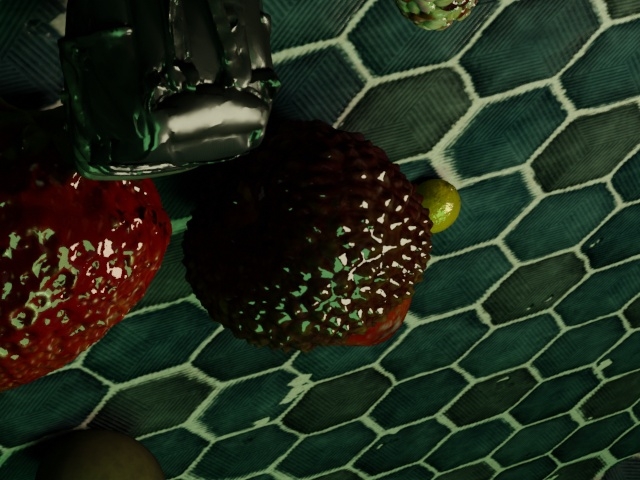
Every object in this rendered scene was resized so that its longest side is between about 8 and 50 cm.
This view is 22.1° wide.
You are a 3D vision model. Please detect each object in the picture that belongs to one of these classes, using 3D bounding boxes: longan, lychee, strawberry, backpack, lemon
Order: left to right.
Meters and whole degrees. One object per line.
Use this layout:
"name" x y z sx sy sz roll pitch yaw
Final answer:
"strawberry" -0.271 0.014 1.489 0.257 0.257 0.277 2 117 -42
"longan" -0.283 0.329 2.137 0.189 0.189 0.189 -20 152 -11
"backpack" -0.125 -0.180 1.360 0.133 0.258 0.206 2 -172 45
"lychee" 0.000 0.000 1.720 0.271 0.271 0.271 -20 152 -11
"lemon" 0.134 -0.040 1.964 0.062 0.062 0.083 5 140 -45

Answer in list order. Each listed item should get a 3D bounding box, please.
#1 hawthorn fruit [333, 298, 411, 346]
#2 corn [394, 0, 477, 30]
"hawthorn fruit" 0.030 0.047 1.911 0.173 0.173 0.173 -20 152 -11
"corn" 0.095 -0.292 1.475 0.092 0.092 0.280 -24 150 -5
